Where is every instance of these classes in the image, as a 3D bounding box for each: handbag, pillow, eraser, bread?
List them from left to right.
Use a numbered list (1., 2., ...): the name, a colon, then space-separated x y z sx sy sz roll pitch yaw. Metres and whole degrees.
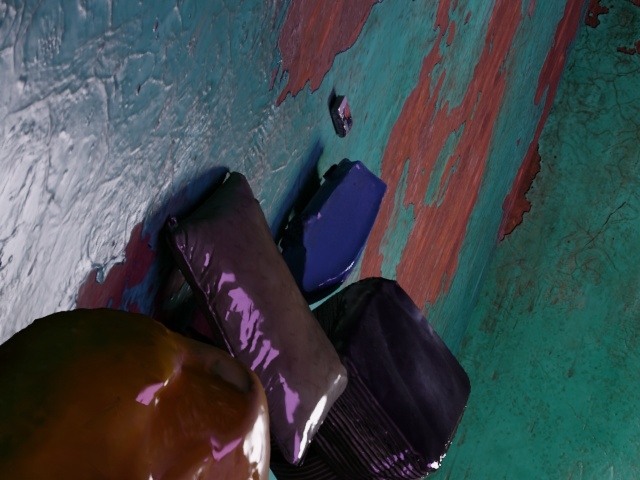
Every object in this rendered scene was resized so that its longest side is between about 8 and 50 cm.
1. bread: -0.204 0.248 1.134 0.361 0.250 0.394 -59 158 -46
2. pillow: -0.063 0.077 1.518 0.302 0.075 0.185 63 29 -15
3. handbag: 0.028 0.209 1.823 0.240 0.247 0.340 -32 -172 23
4. eraser: 0.030 -0.168 1.886 0.099 0.019 0.027 68 43 -67

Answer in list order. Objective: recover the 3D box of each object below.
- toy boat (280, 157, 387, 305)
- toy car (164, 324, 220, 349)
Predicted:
1. toy boat: 0.000 0.000 1.866 0.098 0.109 0.238 -26 -152 55
2. toy car: -0.130 0.158 1.534 0.139 0.112 0.112 66 46 -71
